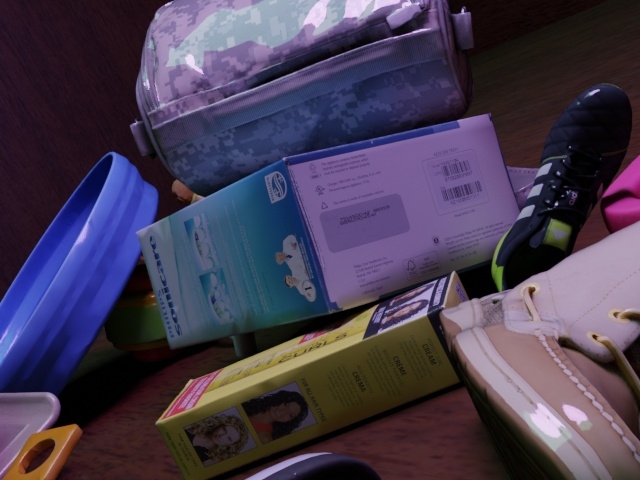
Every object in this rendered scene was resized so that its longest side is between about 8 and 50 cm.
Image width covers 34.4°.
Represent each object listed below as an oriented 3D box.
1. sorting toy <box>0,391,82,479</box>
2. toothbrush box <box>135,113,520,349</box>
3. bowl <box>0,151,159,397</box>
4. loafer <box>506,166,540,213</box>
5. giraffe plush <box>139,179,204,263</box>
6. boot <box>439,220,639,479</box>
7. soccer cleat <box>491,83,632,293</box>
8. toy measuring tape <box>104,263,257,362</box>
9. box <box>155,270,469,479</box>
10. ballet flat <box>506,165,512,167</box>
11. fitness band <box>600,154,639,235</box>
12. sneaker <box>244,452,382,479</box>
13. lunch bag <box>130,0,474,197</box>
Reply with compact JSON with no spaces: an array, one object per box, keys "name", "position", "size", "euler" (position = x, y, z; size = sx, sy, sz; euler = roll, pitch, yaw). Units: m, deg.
[{"name":"sorting toy","position":[-0.339,0.229,0.963],"size":[0.347,0.047,0.196],"euler":[-9,36,43]},{"name":"toothbrush box","position":[0.000,0.000,0.921],"size":[0.216,0.126,0.295],"euler":[-15,-3,-32]},{"name":"bowl","position":[-0.321,0.077,1.240],"size":[0.391,0.077,0.391],"euler":[-49,20,24]},{"name":"loafer","position":[0.107,-0.049,1.054],"size":[0.112,0.112,0.319],"euler":[-29,16,-38]},{"name":"giraffe plush","position":[-0.211,-0.004,1.708],"size":[0.170,0.181,0.210],"euler":[-49,22,-2]},{"name":"boot","position":[0.169,0.043,0.488],"size":[0.203,0.095,0.262],"euler":[-26,5,4]},{"name":"soccer cleat","position":[0.181,-0.028,0.763],"size":[0.072,0.060,0.179],"euler":[-78,11,-64]},{"name":"toy measuring tape","position":[-0.177,0.093,1.171],"size":[0.121,0.121,0.330],"euler":[-30,18,-18]},{"name":"box","position":[0.001,0.100,0.749],"size":[0.232,0.058,0.087],"euler":[-24,9,18]},{"name":"ballet flat","position":[0.163,-0.063,1.168],"size":[0.072,0.068,0.213],"euler":[-31,10,-22]},{"name":"fitness band","position":[0.328,-0.070,0.777],"size":[0.209,0.054,0.291],"euler":[-19,11,44]},{"name":"sneaker","position":[-0.112,0.187,0.424],"size":[0.178,0.124,0.295],"euler":[-3,26,47]},{"name":"lunch bag","position":[-0.007,-0.160,0.970],"size":[0.305,0.213,0.256],"euler":[-18,15,10]}]
